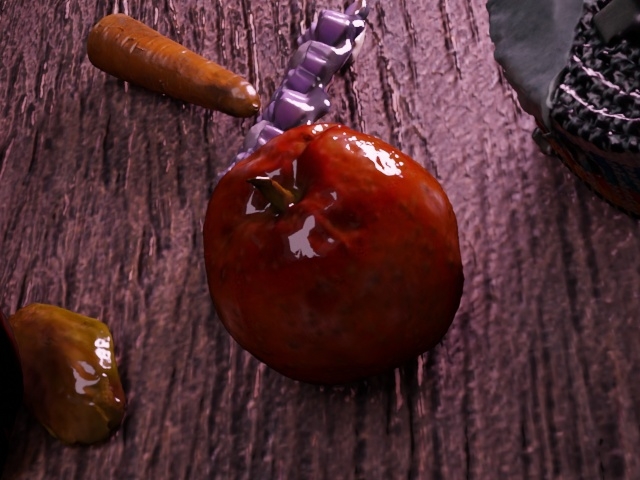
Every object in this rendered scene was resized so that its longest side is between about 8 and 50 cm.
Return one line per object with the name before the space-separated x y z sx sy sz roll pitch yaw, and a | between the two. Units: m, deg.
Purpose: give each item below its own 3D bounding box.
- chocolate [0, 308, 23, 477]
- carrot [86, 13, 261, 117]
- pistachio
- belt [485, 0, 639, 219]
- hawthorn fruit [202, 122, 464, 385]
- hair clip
chocolate | -0.367 0.090 0.838 0.284 0.283 0.186 -39 41 -5
carrot | -0.126 -0.151 1.027 0.210 0.061 0.061 28 71 36
pistachio | -0.209 0.091 0.895 0.089 0.049 0.173 -45 50 -11
belt | 0.238 -0.128 0.778 0.207 0.150 0.257 -41 47 6
hawthorn fruit | 0.000 0.000 0.762 0.179 0.200 0.179 -16 53 22
hair clip | -0.016 -0.099 0.927 0.106 0.085 0.292 -42 23 57
